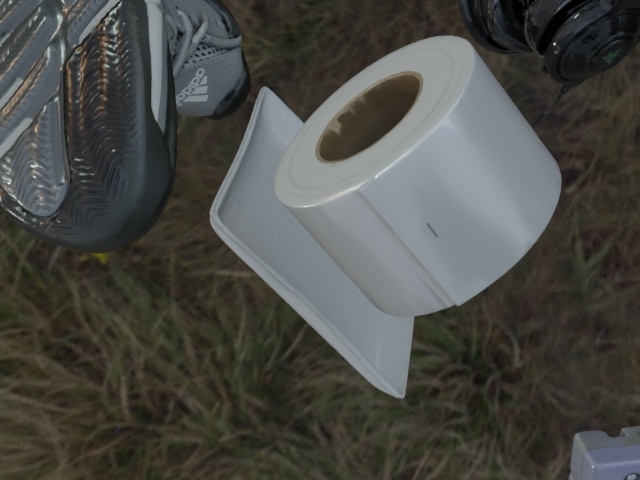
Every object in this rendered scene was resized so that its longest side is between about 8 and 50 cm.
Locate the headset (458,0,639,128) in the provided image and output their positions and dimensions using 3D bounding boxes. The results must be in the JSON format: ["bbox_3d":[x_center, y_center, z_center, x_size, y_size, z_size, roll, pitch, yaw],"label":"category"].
[{"bbox_3d":[0.242,-0.252,1.294,0.185,0.243,0.394,-16,123,-26],"label":"headset"}]

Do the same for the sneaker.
[{"bbox_3d":[-0.065,-0.069,0.437,0.086,0.132,0.228,-42,47,18],"label":"sneaker"}]

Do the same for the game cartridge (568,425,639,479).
[{"bbox_3d":[0.366,0.243,0.906,0.355,0.068,0.230,-4,112,-9],"label":"game cartridge"}]

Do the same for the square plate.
[{"bbox_3d":[0.000,0.000,1.494,0.049,0.344,0.347,-34,112,27],"label":"square plate"}]

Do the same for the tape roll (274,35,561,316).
[{"bbox_3d":[0.098,-0.067,1.156,0.246,0.246,0.169,-33,116,18],"label":"tape roll"}]
